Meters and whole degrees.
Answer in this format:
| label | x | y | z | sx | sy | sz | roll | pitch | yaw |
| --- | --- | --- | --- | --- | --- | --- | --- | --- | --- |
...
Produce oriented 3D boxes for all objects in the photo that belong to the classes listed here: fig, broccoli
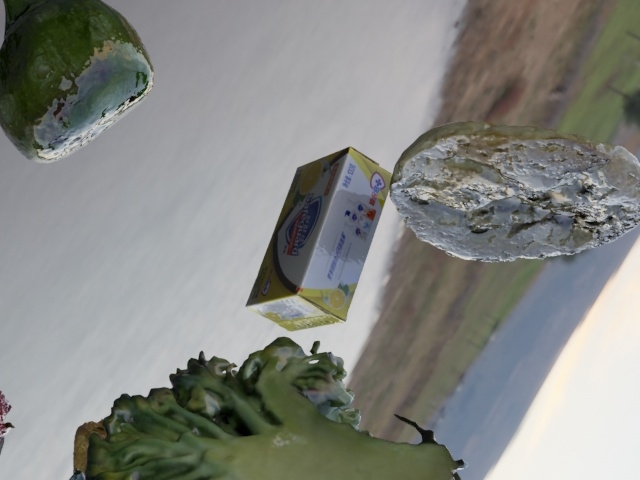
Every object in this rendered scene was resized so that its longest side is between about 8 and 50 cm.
| label | x | y | z | sx | sy | sz | roll | pitch | yaw |
| --- | --- | --- | --- | --- | --- | --- | --- | --- | --- |
| fig | -0.318 | -0.227 | 1.348 | 0.203 | 0.235 | 0.203 | -34 | -179 | 1 |
| broccoli | -0.027 | 0.208 | 0.824 | 0.180 | 0.273 | 0.242 | 85 | 11 | -46 |

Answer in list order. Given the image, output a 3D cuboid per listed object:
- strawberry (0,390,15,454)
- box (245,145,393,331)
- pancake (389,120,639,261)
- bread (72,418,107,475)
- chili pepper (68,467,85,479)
| label | x | y | z | sx | sy | sz | roll | pitch | yaw |
| --- | --- | --- | --- | --- | --- | --- | --- | --- | --- |
| strawberry | -0.451 | 0.197 | 1.360 | 0.146 | 0.187 | 0.082 | -33 | -162 | 25 |
| box | 0.000 | 0.000 | 1.791 | 0.168 | 0.097 | 0.265 | -14 | -129 | 57 |
| pancake | 0.287 | -0.071 | 1.672 | 0.387 | 0.387 | 0.082 | 100 | -2 | -66 |
| bread | -0.263 | 0.335 | 1.444 | 0.083 | 0.114 | 0.211 | 0 | 96 | -34 |
| chili pepper | -0.214 | 0.306 | 1.112 | 0.098 | 0.061 | 0.224 | -61 | 144 | -29 |
